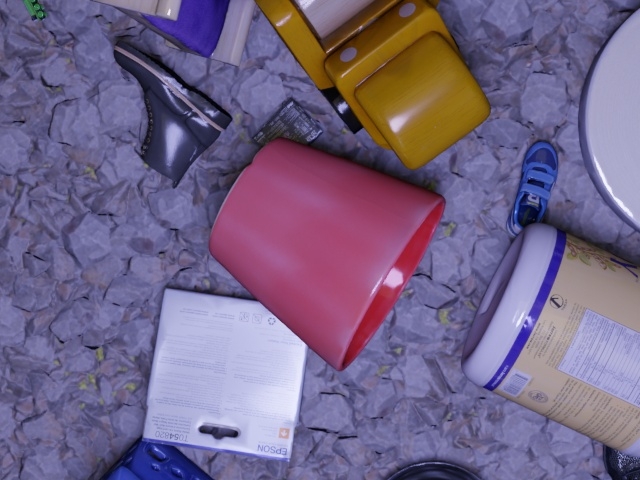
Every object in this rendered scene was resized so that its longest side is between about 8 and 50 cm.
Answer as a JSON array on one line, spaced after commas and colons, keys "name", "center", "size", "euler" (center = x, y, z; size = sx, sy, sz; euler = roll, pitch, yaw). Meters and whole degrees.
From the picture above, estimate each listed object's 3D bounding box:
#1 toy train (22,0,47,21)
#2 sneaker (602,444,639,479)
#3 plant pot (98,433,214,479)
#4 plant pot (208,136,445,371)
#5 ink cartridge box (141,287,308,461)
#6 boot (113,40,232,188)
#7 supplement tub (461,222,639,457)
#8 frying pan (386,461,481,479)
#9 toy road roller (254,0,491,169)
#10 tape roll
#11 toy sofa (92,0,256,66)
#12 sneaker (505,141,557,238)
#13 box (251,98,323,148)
[{"name": "toy train", "center": [-0.431, -0.359, 1.653], "size": [0.024, 0.017, 0.083], "euler": [-26, 90, 13]}, {"name": "sneaker", "center": [0.458, 0.363, 1.567], "size": [0.087, 0.130, 0.227], "euler": [-10, 88, 2]}, {"name": "plant pot", "center": [-0.249, 0.436, 1.567], "size": [0.236, 0.212, 0.236], "euler": [41, 94, 2]}, {"name": "plant pot", "center": [0.000, 0.000, 1.531], "size": [0.243, 0.275, 0.275], "euler": [32, 93, 12]}, {"name": "ink cartridge box", "center": [-0.133, 0.193, 1.622], "size": [0.223, 0.045, 0.224], "euler": [9, 83, 2]}, {"name": "boot", "center": [-0.246, -0.183, 1.622], "size": [0.198, 0.077, 0.137], "euler": [38, 98, 3]}, {"name": "supplement tub", "center": [0.383, 0.144, 1.508], "size": [0.331, 0.241, 0.241], "euler": [25, 93, 2]}, {"name": "frying pan", "center": [0.208, 0.462, 1.621], "size": [0.197, 0.053, 0.326], "euler": [-42, 90, 5]}, {"name": "toy road roller", "center": [0.090, -0.246, 1.470], "size": [0.202, 0.329, 0.240], "euler": [-37, 49, 3]}, {"name": "tape roll", "center": [0.562, -0.172, 1.574], "size": [0.392, 0.072, 0.392], "euler": [0, 91, 4]}, {"name": "toy sofa", "center": [-0.152, -0.330, 1.466], "size": [0.177, 0.362, 0.150], "euler": [16, 92, 8]}, {"name": "sneaker", "center": [0.306, -0.070, 1.597], "size": [0.053, 0.059, 0.144], "euler": [14, 91, 5]}, {"name": "box", "center": [-0.048, -0.154, 1.635], "size": [0.083, 0.018, 0.067], "euler": [-45, 89, 3]}]
